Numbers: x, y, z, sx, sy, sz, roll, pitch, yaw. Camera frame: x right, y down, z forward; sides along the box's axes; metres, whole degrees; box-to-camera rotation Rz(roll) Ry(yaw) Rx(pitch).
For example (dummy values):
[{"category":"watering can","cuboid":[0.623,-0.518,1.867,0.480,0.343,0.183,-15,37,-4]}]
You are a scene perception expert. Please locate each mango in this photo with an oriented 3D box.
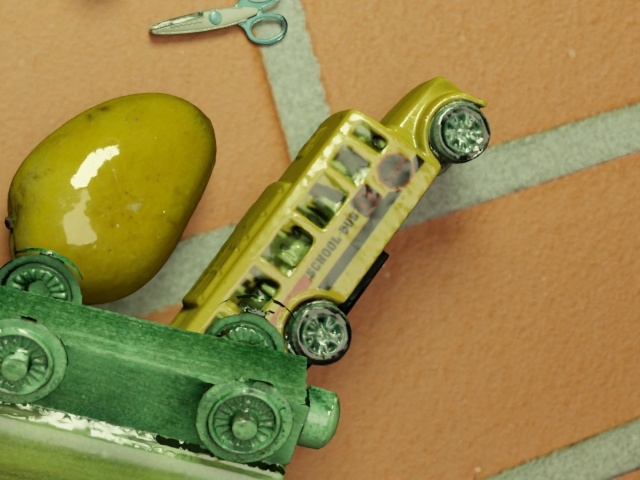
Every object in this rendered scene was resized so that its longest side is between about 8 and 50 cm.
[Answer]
[{"category":"mango","cuboid":[-0.161,-0.036,1.126,0.195,0.098,0.137,-41,101,-22]}]

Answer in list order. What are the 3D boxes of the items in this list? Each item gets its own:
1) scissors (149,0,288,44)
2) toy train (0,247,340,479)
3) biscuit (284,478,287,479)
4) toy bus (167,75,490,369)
[{"category":"scissors","cuboid":[-0.085,-0.186,1.190,0.119,0.014,0.058,-12,106,-19]},{"category":"toy train","cuboid":[-0.144,0.122,1.037,0.307,0.126,0.189,15,121,-10]},{"category":"biscuit","cuboid":[-0.146,0.194,1.143,0.426,0.078,0.144,37,81,-15]},{"category":"toy bus","cuboid":[0.000,0.000,1.172,0.123,0.121,0.335,38,80,-9]}]
